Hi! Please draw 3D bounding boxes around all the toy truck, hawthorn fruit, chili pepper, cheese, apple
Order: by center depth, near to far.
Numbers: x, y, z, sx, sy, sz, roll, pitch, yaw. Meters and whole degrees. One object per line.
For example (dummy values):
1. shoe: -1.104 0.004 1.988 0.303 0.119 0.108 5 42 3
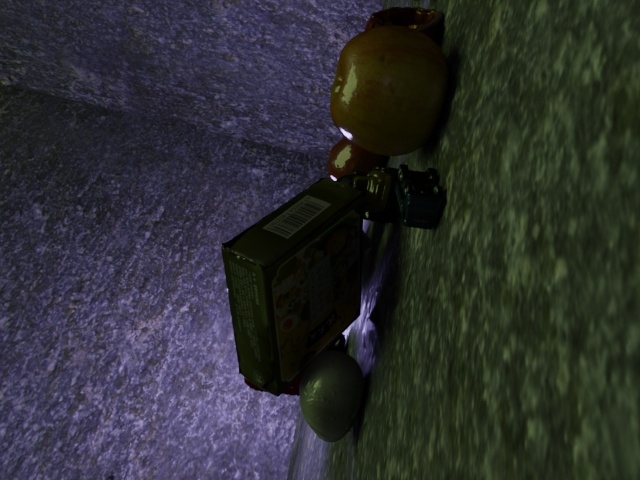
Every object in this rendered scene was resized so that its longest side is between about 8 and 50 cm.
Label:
1. toy truck: 0.181 -0.089 1.016 0.202 0.074 0.088 -84 2 -65
2. apple: 0.143 -0.319 1.142 0.286 0.233 0.286 -168 90 -85
3. cheese: 0.027 0.362 1.283 0.198 0.154 0.189 -83 12 -75
4. chili pepper: 0.161 -0.452 1.370 0.251 0.229 0.305 -29 -35 -42
5. toy truck: 0.120 -0.128 1.390 0.224 0.165 0.147 -131 52 -84
6. hawthorn fruit: 0.135 -0.282 1.738 0.251 0.199 0.199 128 158 -47

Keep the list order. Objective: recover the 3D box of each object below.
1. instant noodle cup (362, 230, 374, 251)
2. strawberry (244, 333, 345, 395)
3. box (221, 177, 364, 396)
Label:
1. instant noodle cup: 0.000 0.000 1.578 0.231 0.243 0.243 -40 4 0
2. strawberry: -0.081 0.375 1.766 0.292 0.310 0.292 -171 90 -90
3. box: -0.049 0.109 1.297 0.373 0.138 0.420 -38 -41 -41
